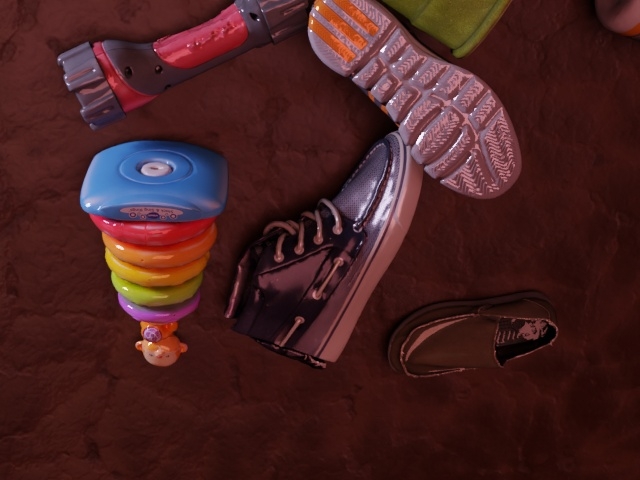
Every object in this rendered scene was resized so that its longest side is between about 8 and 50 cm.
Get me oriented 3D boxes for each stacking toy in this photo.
[{"bbox_3d":[-0.207,0.040,1.507,0.175,0.166,0.302,2,121,-3],"label":"stacking toy"}]

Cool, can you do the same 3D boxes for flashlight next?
[{"bbox_3d":[-0.162,-0.242,1.441,0.304,0.103,0.103,-27,107,-2],"label":"flashlight"}]

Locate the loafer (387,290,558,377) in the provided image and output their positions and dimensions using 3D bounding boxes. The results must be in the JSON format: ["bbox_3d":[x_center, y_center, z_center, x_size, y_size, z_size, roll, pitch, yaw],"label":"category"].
[{"bbox_3d":[0.215,0.131,1.639,0.251,0.087,0.094,-16,109,-7],"label":"loafer"}]

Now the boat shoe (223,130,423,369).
[{"bbox_3d":[0.000,0.000,1.530,0.158,0.127,0.340,18,102,-24],"label":"boat shoe"}]

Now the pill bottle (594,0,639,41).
[{"bbox_3d":[0.510,-0.308,1.533,0.278,0.162,0.162,15,103,-16],"label":"pill bottle"}]

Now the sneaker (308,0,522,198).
[{"bbox_3d":[0.123,-0.192,1.458,0.124,0.180,0.321,-42,97,13],"label":"sneaker"}]

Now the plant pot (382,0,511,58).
[{"bbox_3d":[0.084,-0.445,1.329,0.353,0.366,0.366,25,100,-6],"label":"plant pot"}]
